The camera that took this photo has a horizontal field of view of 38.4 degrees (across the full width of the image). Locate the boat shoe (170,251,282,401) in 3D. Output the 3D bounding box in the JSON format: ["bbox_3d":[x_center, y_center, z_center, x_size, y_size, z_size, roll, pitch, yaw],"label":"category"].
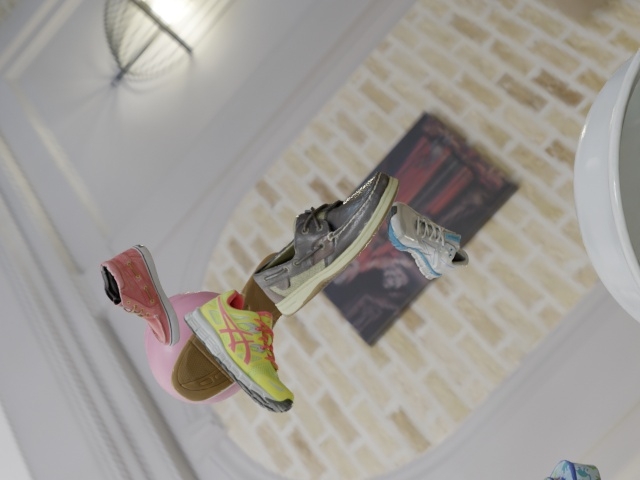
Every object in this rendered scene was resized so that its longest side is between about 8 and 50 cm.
[{"bbox_3d":[-0.122,0.141,1.388,0.098,0.277,0.096,39,151,5],"label":"boat shoe"}]

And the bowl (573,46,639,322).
[{"bbox_3d":[0.312,-0.039,0.748,0.298,0.298,0.134,40,163,-16],"label":"bowl"}]

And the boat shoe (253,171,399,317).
[{"bbox_3d":[0.000,0.000,0.685,0.049,0.152,0.056,36,-147,-8],"label":"boat shoe"}]

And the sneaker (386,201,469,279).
[{"bbox_3d":[0.168,-0.007,1.408,0.191,0.083,0.071,38,-130,-46],"label":"sneaker"}]

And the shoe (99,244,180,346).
[{"bbox_3d":[-0.294,0.101,1.487,0.063,0.081,0.178,-6,107,48],"label":"shoe"}]

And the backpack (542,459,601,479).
[{"bbox_3d":[0.332,0.353,1.222,0.084,0.105,0.114,11,-136,-6],"label":"backpack"}]

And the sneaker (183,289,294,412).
[{"bbox_3d":[-0.090,0.134,1.188,0.208,0.094,0.081,43,168,34],"label":"sneaker"}]

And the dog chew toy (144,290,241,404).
[{"bbox_3d":[-0.244,0.191,1.761,0.207,0.206,0.332,40,169,-19],"label":"dog chew toy"}]
